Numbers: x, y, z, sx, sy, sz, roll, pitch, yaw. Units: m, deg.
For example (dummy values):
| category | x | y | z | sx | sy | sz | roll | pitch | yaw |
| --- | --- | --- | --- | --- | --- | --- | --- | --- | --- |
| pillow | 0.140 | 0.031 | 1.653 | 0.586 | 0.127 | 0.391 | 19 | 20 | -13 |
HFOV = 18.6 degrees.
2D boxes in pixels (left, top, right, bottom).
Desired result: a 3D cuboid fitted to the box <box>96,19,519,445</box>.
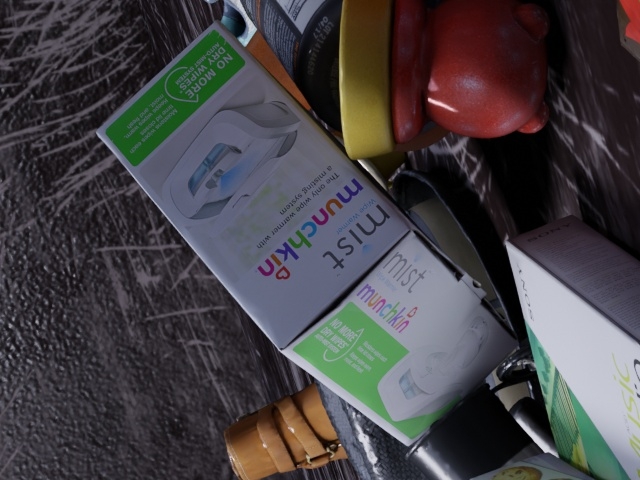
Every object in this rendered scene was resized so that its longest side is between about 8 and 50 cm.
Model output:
| category | x | y | z | sx | sy | sz | roll | pitch | yaw |
| --- | --- | --- | --- | --- | --- | --- | --- | --- | --- |
| box | 0.000 | 0.000 | 1.399 | 0.231 | 0.127 | 0.262 | 49 | -178 | 28 |

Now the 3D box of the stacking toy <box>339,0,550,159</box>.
| category | x | y | z | sx | sy | sz | roll | pitch | yaw |
| --- | --- | --- | --- | --- | --- | --- | --- | --- | --- |
| stacking toy | 0.083 | -0.233 | 1.241 | 0.279 | 0.130 | 0.309 | -81 | -11 | -45 |

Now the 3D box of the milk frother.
| category | x | y | z | sx | sy | sz | roll | pitch | yaw |
| --- | --- | --- | --- | --- | --- | --- | --- | --- | --- |
| milk frother | 0.159 | 0.156 | 1.416 | 0.135 | 0.129 | 0.143 | 47 | 150 | 11 |

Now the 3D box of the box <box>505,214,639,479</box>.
| category | x | y | z | sx | sy | sz | roll | pitch | yaw |
| --- | --- | --- | --- | --- | --- | --- | --- | --- | --- |
| box | 0.216 | 0.136 | 1.196 | 0.322 | 0.058 | 0.232 | -131 | 24 | -69 |

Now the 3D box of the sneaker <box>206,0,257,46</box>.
| category | x | y | z | sx | sy | sz | roll | pitch | yaw |
| --- | --- | --- | --- | --- | --- | --- | --- | --- | --- |
| sneaker | -0.069 | -0.279 | 1.827 | 0.110 | 0.122 | 0.283 | -120 | 14 | -48 |

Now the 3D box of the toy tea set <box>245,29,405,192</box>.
| category | x | y | z | sx | sy | sz | roll | pitch | yaw |
| --- | --- | --- | --- | --- | --- | --- | --- | --- | --- |
| toy tea set | 0.003 | -0.120 | 1.886 | 0.200 | 0.124 | 0.336 | 41 | 166 | -1 |

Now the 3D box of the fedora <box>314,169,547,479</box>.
| category | x | y | z | sx | sy | sz | roll | pitch | yaw |
| --- | --- | --- | --- | --- | --- | --- | --- | --- | --- |
| fedora | 0.079 | 0.113 | 1.660 | 0.334 | 0.153 | 0.334 | 161 | 90 | -81 |

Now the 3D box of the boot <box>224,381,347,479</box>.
| category | x | y | z | sx | sy | sz | roll | pitch | yaw |
| --- | --- | --- | --- | --- | --- | --- | --- | --- | --- |
| boot | 0.005 | 0.164 | 1.985 | 0.283 | 0.220 | 0.109 | 104 | 146 | -74 |

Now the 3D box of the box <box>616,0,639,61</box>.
| category | x | y | z | sx | sy | sz | roll | pitch | yaw |
| --- | --- | --- | --- | --- | --- | --- | --- | --- | --- |
| box | 0.199 | -0.108 | 0.793 | 0.293 | 0.057 | 0.201 | -121 | 16 | -53 |

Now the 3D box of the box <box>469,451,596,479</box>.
| category | x | y | z | sx | sy | sz | roll | pitch | yaw |
| --- | --- | --- | --- | --- | --- | --- | --- | --- | --- |
| box | 0.172 | 0.197 | 1.208 | 0.324 | 0.067 | 0.063 | -155 | 46 | -78 |

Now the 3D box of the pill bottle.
| category | x | y | z | sx | sy | sz | roll | pitch | yaw |
| --- | --- | --- | --- | --- | --- | --- | --- | --- | --- |
| pill bottle | 0.029 | -0.160 | 1.466 | 0.245 | 0.130 | 0.130 | -121 | 15 | -53 |
